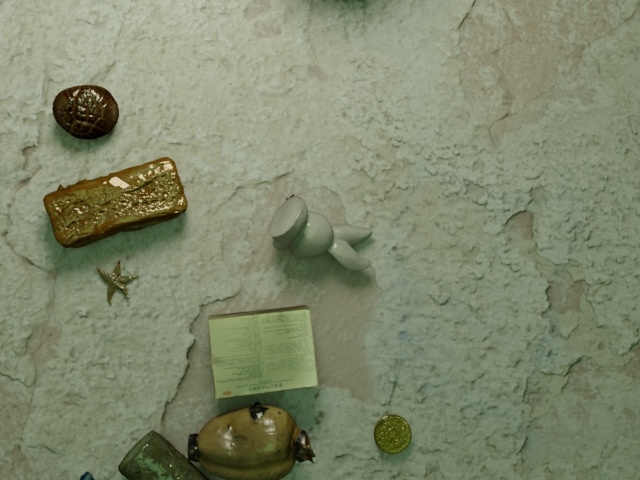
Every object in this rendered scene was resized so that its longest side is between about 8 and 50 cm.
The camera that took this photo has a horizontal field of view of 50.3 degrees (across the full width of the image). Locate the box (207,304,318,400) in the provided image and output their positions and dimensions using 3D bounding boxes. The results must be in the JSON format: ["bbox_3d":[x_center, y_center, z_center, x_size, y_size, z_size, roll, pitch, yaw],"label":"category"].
[{"bbox_3d":[-0.119,0.228,1.405,0.211,0.095,0.168,-5,87,-8],"label":"box"}]

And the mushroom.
[{"bbox_3d":[-0.472,-0.261,1.371,0.126,0.085,0.109,-20,92,-4],"label":"mushroom"}]

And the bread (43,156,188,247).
[{"bbox_3d":[-0.412,-0.080,1.379,0.270,0.077,0.139,-20,87,-10],"label":"bread"}]

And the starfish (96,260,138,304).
[{"bbox_3d":[-0.425,0.086,1.404,0.086,0.016,0.092,19,88,-6],"label":"starfish"}]

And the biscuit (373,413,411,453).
[{"bbox_3d":[0.157,0.419,1.476,0.084,0.023,0.084,0,88,-9],"label":"biscuit"}]

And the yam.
[{"bbox_3d":[-0.299,0.479,1.363,0.194,0.107,0.107,44,83,-7],"label":"yam"}]

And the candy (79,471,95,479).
[{"bbox_3d":[-0.395,0.619,1.316,0.331,0.077,0.187,29,77,23],"label":"candy"}]

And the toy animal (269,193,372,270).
[{"bbox_3d":[-0.002,-0.003,1.444,0.220,0.130,0.104,29,49,-32],"label":"toy animal"}]

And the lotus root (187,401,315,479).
[{"bbox_3d":[-0.136,0.408,1.376,0.256,0.140,0.155,0,102,1],"label":"lotus root"}]
